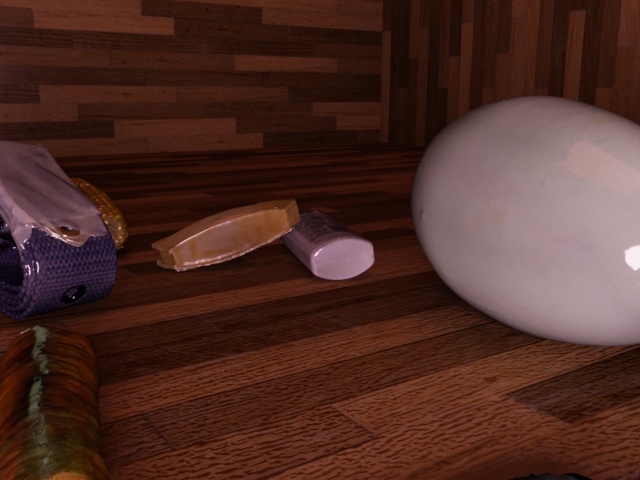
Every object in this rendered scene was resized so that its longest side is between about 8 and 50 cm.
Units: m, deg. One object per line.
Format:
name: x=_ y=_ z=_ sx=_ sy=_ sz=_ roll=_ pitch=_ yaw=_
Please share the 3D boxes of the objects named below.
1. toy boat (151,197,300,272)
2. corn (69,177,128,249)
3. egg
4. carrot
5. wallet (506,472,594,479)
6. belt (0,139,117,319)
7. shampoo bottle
toy boat: x=-0.127 y=-0.012 z=0.926 sx=0.206 sy=0.064 sz=0.072 roll=-18 pitch=19 yaw=-11
corn: x=-0.360 y=-0.038 z=1.044 sx=0.091 sy=0.091 sz=0.260 roll=-4 pitch=17 yaw=-32
egg: x=0.222 y=-0.022 z=0.663 sx=0.230 sy=0.230 sz=0.371 roll=-3 pitch=19 yaw=-16
carrot: x=-0.159 y=0.116 z=0.404 sx=0.070 sy=0.070 sz=0.260 roll=-5 pitch=15 yaw=-22
wallet: x=0.013 y=0.165 z=0.225 sx=0.379 sy=0.046 sz=0.190 roll=-6 pitch=15 yaw=-28
belt: x=-0.320 y=-0.016 z=0.757 sx=0.230 sy=0.140 sz=0.126 roll=42 pitch=30 yaw=28
shampoo bottle: x=0.000 y=0.000 z=0.950 sx=0.086 sy=0.056 sz=0.227 roll=-9 pitch=14 yaw=-14
